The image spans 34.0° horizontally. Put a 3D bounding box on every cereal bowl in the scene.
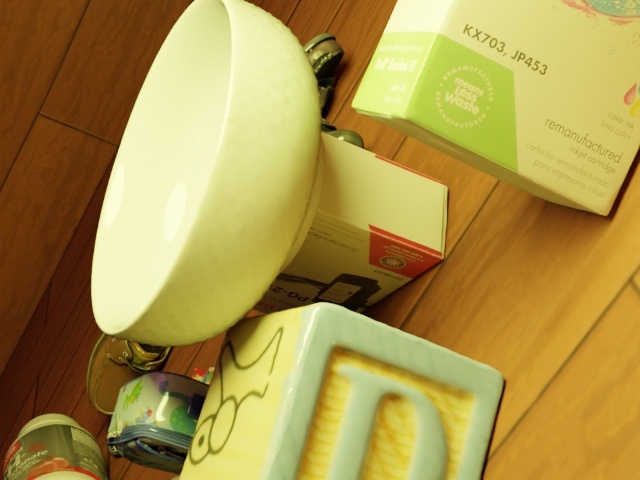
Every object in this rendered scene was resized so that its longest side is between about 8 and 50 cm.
[{"bbox_3d":[-0.094,-0.054,0.993,0.339,0.141,0.339,-46,34,45],"label":"cereal bowl"}]

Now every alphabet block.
[{"bbox_3d":[0.011,0.176,0.912,0.197,0.193,0.192,-17,51,63],"label":"alphabet block"}]

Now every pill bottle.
[{"bbox_3d":[-0.453,0.418,1.796,0.176,0.176,0.318,-65,21,5],"label":"pill bottle"}]

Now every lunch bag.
[{"bbox_3d":[-0.112,0.212,1.129,0.176,0.219,0.090,-27,45,58],"label":"lunch bag"}]

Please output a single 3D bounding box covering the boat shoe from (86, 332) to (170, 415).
[{"bbox_3d":[-0.318,0.180,1.805,0.307,0.111,0.104,-63,20,11],"label":"boat shoe"}]

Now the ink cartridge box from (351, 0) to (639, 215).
[{"bbox_3d":[0.199,-0.224,0.847,0.353,0.207,0.119,-67,20,2],"label":"ink cartridge box"}]

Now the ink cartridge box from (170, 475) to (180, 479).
[{"bbox_3d":[-0.173,0.322,1.395,0.181,0.056,0.224,-33,40,54],"label":"ink cartridge box"}]

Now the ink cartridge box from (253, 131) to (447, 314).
[{"bbox_3d":[0.000,0.000,1.142,0.237,0.172,0.100,-39,37,51],"label":"ink cartridge box"}]

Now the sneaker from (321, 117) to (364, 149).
[{"bbox_3d":[-0.007,-0.129,1.423,0.234,0.078,0.106,-24,49,63],"label":"sneaker"}]

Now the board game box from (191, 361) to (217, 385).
[{"bbox_3d":[-0.163,0.204,1.490,0.168,0.033,0.133,-57,17,12],"label":"board game box"}]

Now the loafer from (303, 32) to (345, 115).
[{"bbox_3d":[-0.042,-0.167,1.559,0.109,0.095,0.302,-20,-28,-55],"label":"loafer"}]
